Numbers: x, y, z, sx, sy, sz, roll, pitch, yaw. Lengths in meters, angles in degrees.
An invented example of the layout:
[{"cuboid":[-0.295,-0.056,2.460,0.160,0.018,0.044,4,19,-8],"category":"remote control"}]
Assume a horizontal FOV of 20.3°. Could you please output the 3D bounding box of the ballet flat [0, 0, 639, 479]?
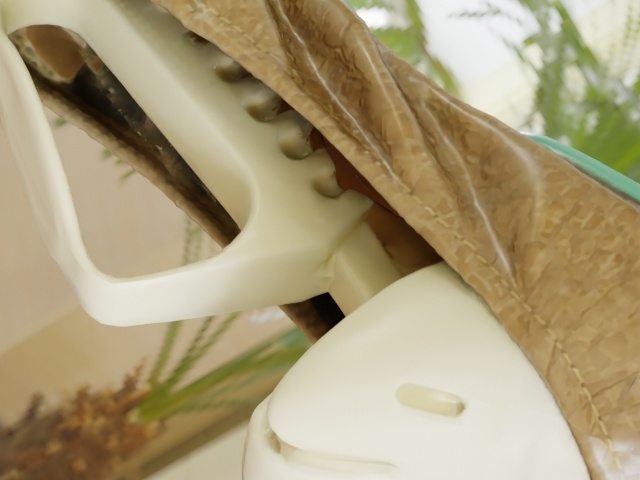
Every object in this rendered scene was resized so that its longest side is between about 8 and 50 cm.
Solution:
[{"cuboid":[0.000,0.000,0.483,0.342,0.124,0.116,46,-32,21],"category":"ballet flat"}]
